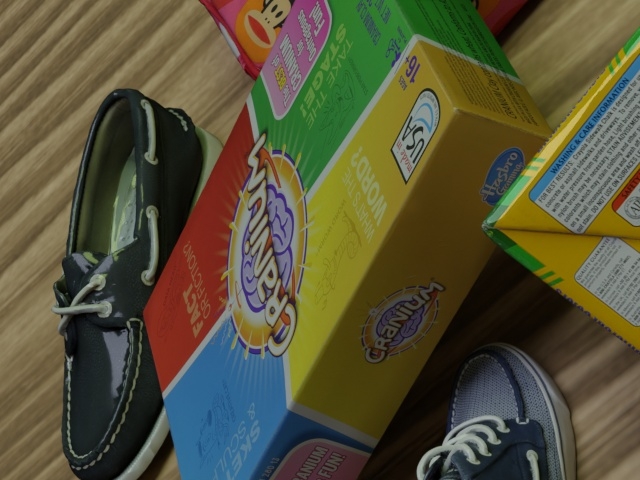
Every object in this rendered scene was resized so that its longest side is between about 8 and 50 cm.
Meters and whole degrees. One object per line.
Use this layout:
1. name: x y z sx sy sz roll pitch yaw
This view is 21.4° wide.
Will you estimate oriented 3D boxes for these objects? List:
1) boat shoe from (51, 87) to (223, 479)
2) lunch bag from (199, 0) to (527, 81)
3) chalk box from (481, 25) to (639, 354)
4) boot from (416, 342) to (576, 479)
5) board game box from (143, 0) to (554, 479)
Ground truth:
1. boat shoe: -0.146 0.030 1.201 0.114 0.091 0.303 -25 46 35
2. lunch bag: 0.037 -0.223 1.180 0.258 0.120 0.293 -43 39 9
3. chalk box: 0.175 -0.015 0.805 0.132 0.213 0.132 38 96 9
4. boot: 0.086 0.116 0.878 0.069 0.086 0.190 -37 40 24
5. board game box: 0.000 0.000 0.987 0.316 0.064 0.242 -62 28 26
